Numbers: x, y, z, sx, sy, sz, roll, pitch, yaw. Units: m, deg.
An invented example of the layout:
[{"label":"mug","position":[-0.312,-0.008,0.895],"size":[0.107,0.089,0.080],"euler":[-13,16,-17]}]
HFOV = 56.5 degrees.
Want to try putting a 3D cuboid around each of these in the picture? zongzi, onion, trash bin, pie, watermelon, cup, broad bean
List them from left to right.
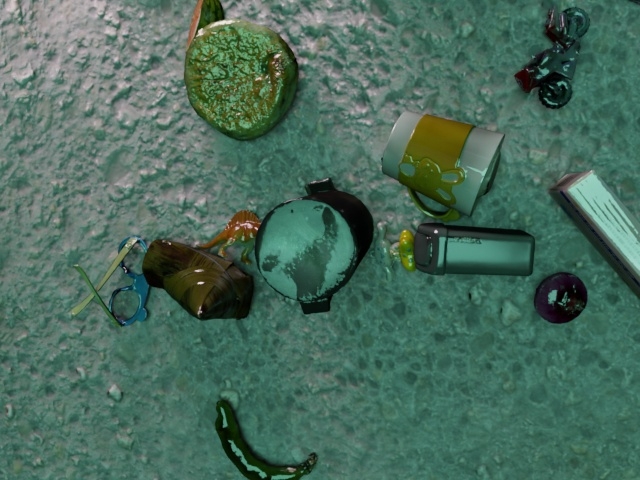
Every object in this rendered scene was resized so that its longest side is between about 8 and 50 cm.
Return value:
[{"label":"zongzi","position":[-0.312,0.094,1.343],"size":[0.286,0.300,0.138],"euler":[23,99,9]},{"label":"watermelon","position":[-0.264,-0.510,1.406],"size":[0.069,0.087,0.163],"euler":[13,103,-27]},{"label":"pie","position":[-0.187,-0.371,1.379],"size":[0.277,0.078,0.276],"euler":[2,100,13]},{"label":"broad bean","position":[-0.160,0.524,1.486],"size":[0.292,0.049,0.144],"euler":[30,95,6]},{"label":"trash bin","position":[0.000,0.000,1.266],"size":[0.203,0.301,0.251],"euler":[-10,97,12]},{"label":"cup","position":[0.254,-0.149,1.273],"size":[0.226,0.185,0.241],"euler":[24,131,14]},{"label":"trash bin","position":[0.317,0.019,1.262],"size":[0.237,0.177,0.101],"euler":[3,95,9]},{"label":"onion","position":[0.514,0.125,1.266],"size":[0.115,0.104,0.115],"euler":[-7,107,-21]}]

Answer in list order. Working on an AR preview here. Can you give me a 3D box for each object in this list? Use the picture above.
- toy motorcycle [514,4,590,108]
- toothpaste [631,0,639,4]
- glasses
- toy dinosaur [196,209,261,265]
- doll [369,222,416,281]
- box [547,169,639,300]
[{"label":"toy motorcycle","position":[0.477,-0.383,1.235],"size":[0.123,0.082,0.213],"euler":[15,90,0]},{"label":"toothpaste","position":[0.667,-0.569,1.194],"size":[0.043,0.037,0.178],"euler":[24,100,13]},{"label":"glasses","position":[-0.530,0.102,1.475],"size":[0.102,0.207,0.238],"euler":[23,100,46]},{"label":"toy dinosaur","position":[-0.193,-0.021,1.433],"size":[0.212,0.057,0.142],"euler":[16,87,9]},{"label":"doll","position":[0.166,0.019,1.353],"size":[0.113,0.071,0.135],"euler":[-30,95,30]},{"label":"box","position":[0.603,0.012,1.184],"size":[0.065,0.200,0.343],"euler":[-40,87,10]}]
